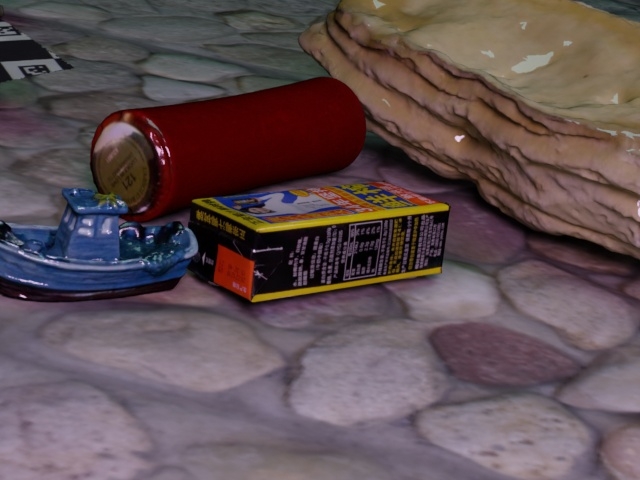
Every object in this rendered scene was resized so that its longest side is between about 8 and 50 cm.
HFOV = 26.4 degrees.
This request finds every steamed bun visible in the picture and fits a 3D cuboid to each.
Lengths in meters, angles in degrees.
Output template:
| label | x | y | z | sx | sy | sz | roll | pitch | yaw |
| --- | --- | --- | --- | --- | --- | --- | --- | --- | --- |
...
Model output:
| label | x | y | z | sx | sy | sz | roll | pitch | yaw |
| --- | --- | --- | --- | --- | --- | --- | --- | --- | --- |
| steamed bun | 0.200 | -0.089 | 1.081 | 0.247 | 0.189 | 0.428 | -34 | 43 | -31 |

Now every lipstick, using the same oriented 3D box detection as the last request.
| label | x | y | z | sx | sy | sz | roll | pitch | yaw |
| --- | --- | --- | --- | --- | --- | --- | --- | --- | --- |
| lipstick | -0.061 | -0.071 | 0.996 | 0.080 | 0.080 | 0.241 | 23 | 23 | 30 |

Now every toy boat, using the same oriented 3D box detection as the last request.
| label | x | y | z | sx | sy | sz | roll | pitch | yaw |
| --- | --- | --- | --- | --- | --- | --- | --- | --- | --- |
| toy boat | -0.138 | 0.000 | 0.796 | 0.137 | 0.061 | 0.060 | -1 | 23 | -26 |

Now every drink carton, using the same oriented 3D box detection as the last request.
| label | x | y | z | sx | sy | sz | roll | pitch | yaw |
| --- | --- | --- | --- | --- | --- | --- | --- | --- | --- |
| drink carton | 0.000 | 0.000 | 0.873 | 0.166 | 0.056 | 0.071 | -8 | 19 | -40 |

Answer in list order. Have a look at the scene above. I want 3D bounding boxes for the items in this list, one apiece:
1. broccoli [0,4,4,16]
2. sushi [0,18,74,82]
| label | x | y | z | sx | sy | sz | roll | pitch | yaw |
| --- | --- | --- | --- | --- | --- | --- | --- | --- | --- |
| broccoli | -0.347 | -0.246 | 1.274 | 0.145 | 0.165 | 0.304 | 37 | 28 | -19 |
| sushi | -0.354 | -0.124 | 1.043 | 0.279 | 0.043 | 0.192 | -19 | 39 | -39 |
